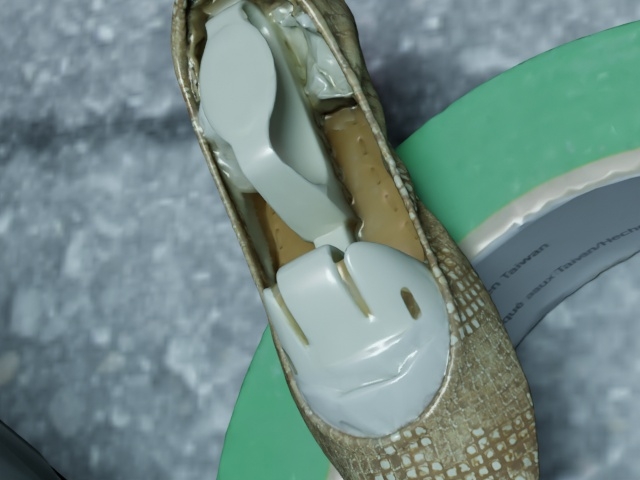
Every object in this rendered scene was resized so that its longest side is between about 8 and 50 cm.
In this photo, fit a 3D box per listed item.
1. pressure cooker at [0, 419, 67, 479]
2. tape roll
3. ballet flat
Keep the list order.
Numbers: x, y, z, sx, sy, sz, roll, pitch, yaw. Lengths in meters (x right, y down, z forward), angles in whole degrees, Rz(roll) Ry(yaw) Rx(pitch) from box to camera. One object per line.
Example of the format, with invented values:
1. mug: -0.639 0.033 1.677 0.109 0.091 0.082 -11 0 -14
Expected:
1. pressure cooker: -0.241 0.161 0.474 0.375 0.420 0.370 -43 29 3
2. tape roll: 0.121 0.094 0.478 0.321 0.077 0.321 -7 75 27
3. ballet flat: 0.000 0.000 0.484 0.073 0.067 0.206 -34 63 18
